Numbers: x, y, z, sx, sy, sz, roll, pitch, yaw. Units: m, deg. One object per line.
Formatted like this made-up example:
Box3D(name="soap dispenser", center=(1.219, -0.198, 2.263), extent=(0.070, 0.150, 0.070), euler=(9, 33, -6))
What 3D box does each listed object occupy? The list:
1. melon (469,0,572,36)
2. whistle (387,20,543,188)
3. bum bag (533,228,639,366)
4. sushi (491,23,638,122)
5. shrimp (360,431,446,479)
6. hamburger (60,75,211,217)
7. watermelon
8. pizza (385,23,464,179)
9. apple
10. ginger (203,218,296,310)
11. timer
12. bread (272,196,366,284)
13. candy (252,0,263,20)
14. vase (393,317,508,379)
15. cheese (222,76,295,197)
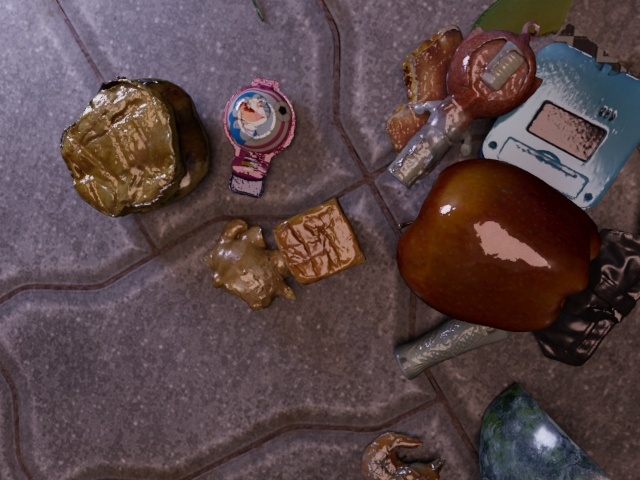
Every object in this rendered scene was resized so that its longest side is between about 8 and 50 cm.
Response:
Box3D(name="melon", center=(0.369, -0.414, 0.847), extent=(0.261, 0.053, 0.114), euler=(-27, 122, -7))
Box3D(name="whistle", center=(0.253, -0.239, 0.795), extent=(0.142, 0.134, 0.346), euler=(37, 101, -21))
Box3D(name="bum bag", center=(0.526, 0.111, 0.874), extent=(0.137, 0.074, 0.310), euler=(37, 113, 19))
Box3D(name="sushi", center=(0.493, -0.264, 0.871), extent=(0.219, 0.047, 0.231), euler=(39, 99, 1))
Box3D(name="shrimp", center=(0.177, 0.486, 0.980), extent=(0.187, 0.051, 0.132), euler=(-14, 94, 10))
Box3D(name="hamburger", center=(-0.373, -0.193, 0.933), extent=(0.285, 0.134, 0.265), euler=(-16, 101, 13))
Box3D(name="watermelon", center=(0.448, 0.480, 0.885), extent=(0.320, 0.213, 0.289), euler=(33, 107, 47))
Box3D(name="pizza", center=(0.207, -0.267, 0.883), extent=(0.161, 0.085, 0.305), euler=(12, 100, -17))
Box3D(name="apple", center=(0.295, 0.008, 0.797), extent=(0.317, 0.288, 0.288), euler=(26, 98, 20))
Box3D(name="ginger", center=(-0.139, 0.062, 0.947), extent=(0.216, 0.102, 0.157), euler=(35, 72, 7))
Box3D(name="timer", center=(0.452, -0.206, 0.841), extent=(0.232, 0.091, 0.250), euler=(33, 102, 10))
Box3D(name="bread", center=(0.000, 0.000, 0.899), extent=(0.143, 0.158, 0.149), euler=(-25, 88, 10))
Box3D(name="candy", center=(-0.159, -0.538, 0.922), extent=(0.055, 0.049, 0.185), euler=(-18, 104, 38))
Box3D(name="vase", center=(0.260, 0.205, 0.925), extent=(0.219, 0.096, 0.096), euler=(-31, 92, 11))
Box3D(name="cheese", center=(-0.135, -0.213, 0.938), extent=(0.155, 0.062, 0.244), euler=(14, 98, 3))
